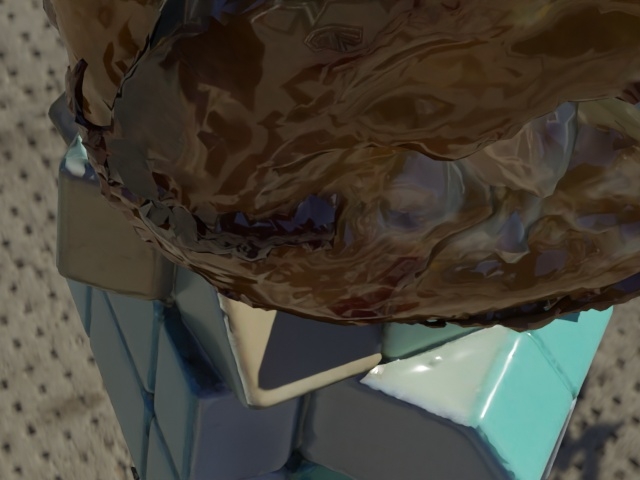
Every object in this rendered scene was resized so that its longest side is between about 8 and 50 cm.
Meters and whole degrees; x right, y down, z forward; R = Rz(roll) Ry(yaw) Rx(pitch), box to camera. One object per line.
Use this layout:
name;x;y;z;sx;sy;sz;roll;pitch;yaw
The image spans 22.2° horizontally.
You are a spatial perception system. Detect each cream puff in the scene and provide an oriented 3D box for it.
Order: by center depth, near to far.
cream puff;0.041;-0.079;0.430;0.240;0.240;0.164;-11;66;-9

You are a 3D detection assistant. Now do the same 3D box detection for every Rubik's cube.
Rubik's cube;0.000;0.000;0.662;0.224;0.213;0.265;-11;49;-22
